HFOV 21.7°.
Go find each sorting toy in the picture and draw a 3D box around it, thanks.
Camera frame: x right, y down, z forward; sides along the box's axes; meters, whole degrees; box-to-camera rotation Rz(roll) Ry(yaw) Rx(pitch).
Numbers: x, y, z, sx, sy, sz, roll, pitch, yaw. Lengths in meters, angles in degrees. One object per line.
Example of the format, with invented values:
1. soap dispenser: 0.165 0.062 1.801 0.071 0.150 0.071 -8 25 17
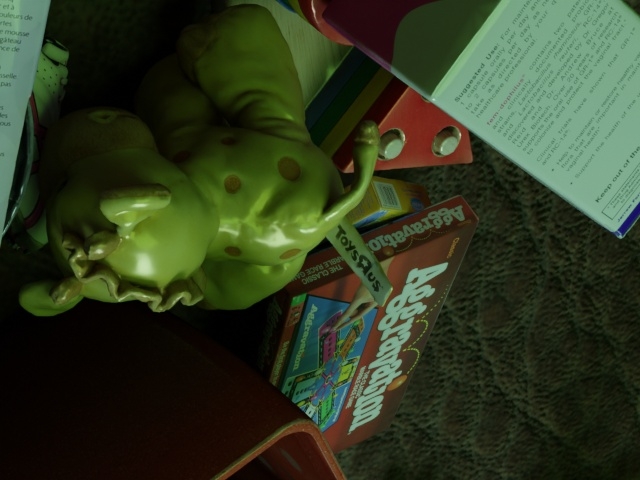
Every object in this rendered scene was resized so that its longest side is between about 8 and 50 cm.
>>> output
1. sorting toy: 0.069 -0.155 1.051 0.255 0.089 0.257 -32 136 -16

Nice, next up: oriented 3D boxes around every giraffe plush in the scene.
1. giraffe plush: -0.085 -0.020 0.930 0.170 0.210 0.181 -13 130 -37

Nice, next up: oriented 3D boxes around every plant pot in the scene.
1. plant pot: -0.132 0.186 1.030 0.267 0.236 0.267 -36 137 -9

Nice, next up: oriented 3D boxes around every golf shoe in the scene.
1. golf shoe: -0.170 -0.072 0.935 0.086 0.067 0.186 -30 135 -20

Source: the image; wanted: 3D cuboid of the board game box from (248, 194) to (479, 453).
1. board game box: 0.013 0.082 1.163 0.145 0.027 0.281 -23 153 -25

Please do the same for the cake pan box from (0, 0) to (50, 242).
1. cake pan box: -0.272 -0.049 0.820 0.267 0.070 0.246 3 121 -22

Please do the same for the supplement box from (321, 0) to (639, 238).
1. supplement box: 0.123 -0.106 0.981 0.220 0.111 0.114 27 102 -47

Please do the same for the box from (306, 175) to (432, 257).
1. box: 0.000 0.000 1.105 0.136 0.028 0.081 -30 163 25
